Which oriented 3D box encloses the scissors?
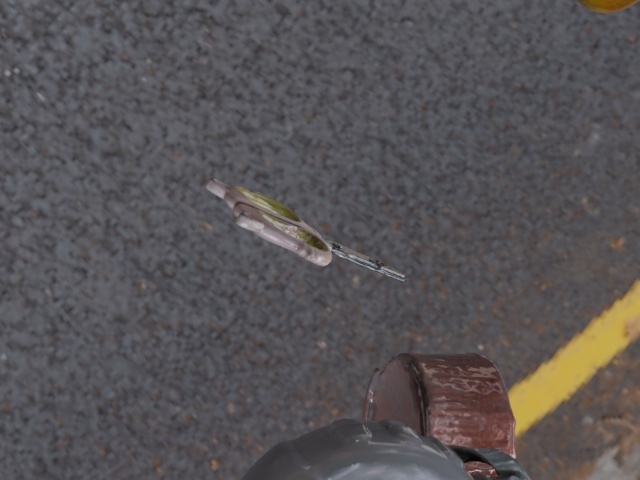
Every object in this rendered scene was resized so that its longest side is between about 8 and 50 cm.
[{"bbox_3d":[0.000,0.000,1.567,0.317,0.160,0.024,23,105,-41],"label":"scissors"}]

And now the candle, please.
[{"bbox_3d":[0.125,0.290,1.318,0.131,0.317,0.287,4,146,-18],"label":"candle"}]

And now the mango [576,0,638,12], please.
[{"bbox_3d":[0.304,-0.289,1.233,0.163,0.089,0.111,-47,163,30],"label":"mango"}]

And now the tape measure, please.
[{"bbox_3d":[0.024,0.219,0.846,0.197,0.120,0.236,31,91,-17],"label":"tape measure"}]
